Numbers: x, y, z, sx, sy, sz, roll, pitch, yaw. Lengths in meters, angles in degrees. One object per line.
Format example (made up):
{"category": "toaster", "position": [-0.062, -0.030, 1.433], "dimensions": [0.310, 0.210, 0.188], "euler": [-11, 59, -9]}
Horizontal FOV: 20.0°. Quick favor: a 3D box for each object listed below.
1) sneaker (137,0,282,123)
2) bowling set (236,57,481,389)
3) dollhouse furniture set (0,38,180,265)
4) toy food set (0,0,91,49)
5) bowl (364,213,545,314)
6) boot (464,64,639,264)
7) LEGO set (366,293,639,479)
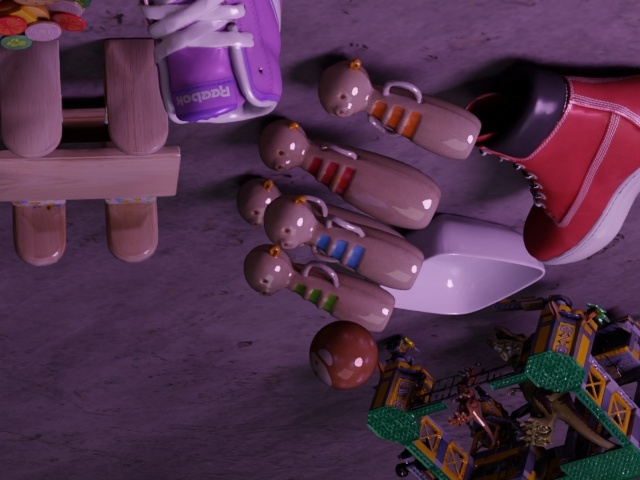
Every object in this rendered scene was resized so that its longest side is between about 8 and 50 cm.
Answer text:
{"category": "sneaker", "position": [-0.075, -0.162, 1.069], "dimensions": [0.102, 0.161, 0.282], "euler": [-10, 157, 14]}
{"category": "bowling set", "position": [0.000, 0.000, 1.423], "dimensions": [0.154, 0.200, 0.287], "euler": [22, 149, -2]}
{"category": "dollhouse furniture set", "position": [-0.226, -0.028, 1.357], "dimensions": [0.242, 0.161, 0.212], "euler": [-2, 158, -9]}
{"category": "toy food set", "position": [-0.198, -0.158, 1.232], "dimensions": [0.083, 0.020, 0.082], "euler": [-16, 156, 22]}
{"category": "bowl", "position": [0.122, 0.021, 1.710], "dimensions": [0.142, 0.053, 0.142], "euler": [10, 153, -33]}
{"category": "boot", "position": [0.174, -0.062, 1.482], "dimensions": [0.176, 0.088, 0.244], "euler": [3, 149, -18]}
{"category": "LEGO set", "position": [0.225, 0.143, 1.952], "dimensions": [0.255, 0.192, 0.331], "euler": [39, 136, -19]}
